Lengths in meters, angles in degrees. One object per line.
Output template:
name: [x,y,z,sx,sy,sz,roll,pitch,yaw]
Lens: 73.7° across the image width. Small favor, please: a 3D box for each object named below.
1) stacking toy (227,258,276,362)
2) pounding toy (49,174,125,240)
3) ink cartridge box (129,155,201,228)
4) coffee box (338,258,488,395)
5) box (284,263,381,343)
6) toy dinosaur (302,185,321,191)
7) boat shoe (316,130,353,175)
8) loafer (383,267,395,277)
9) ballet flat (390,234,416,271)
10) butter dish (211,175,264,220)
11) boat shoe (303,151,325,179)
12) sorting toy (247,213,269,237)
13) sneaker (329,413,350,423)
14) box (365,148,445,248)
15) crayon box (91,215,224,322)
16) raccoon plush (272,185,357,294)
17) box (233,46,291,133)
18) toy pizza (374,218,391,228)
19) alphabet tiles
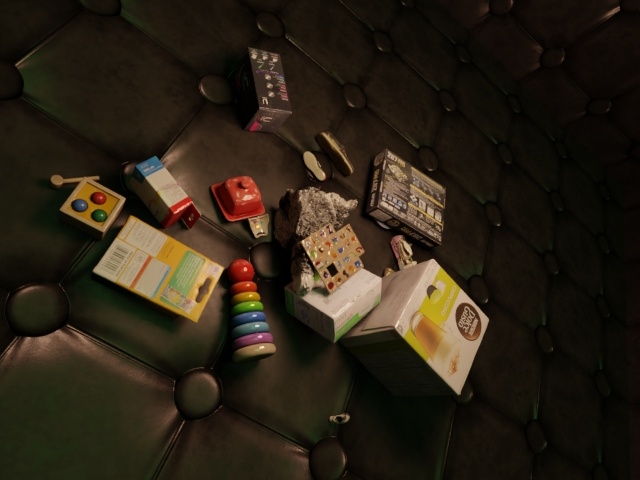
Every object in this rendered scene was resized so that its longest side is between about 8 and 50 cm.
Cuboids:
stacking toy: [-0.244,0.220,1.390,0.141,0.141,0.331,-1,65,-32]
pounding toy: [-0.693,-0.135,1.255,0.205,0.094,0.181,31,58,-19]
ink cartridge box: [-0.493,-0.131,1.354,0.231,0.134,0.078,52,53,-4]
coffee box: [0.343,0.331,1.570,0.334,0.338,0.338,46,55,-9]
box: [0.047,0.189,1.497,0.231,0.127,0.261,27,44,33]
toy dinosaur: [-0.043,-0.200,1.735,0.082,0.047,0.090,22,28,-14]
boat shoe: [0.076,-0.383,1.843,0.073,0.080,0.224,-40,90,-31]
loafer: [0.319,0.178,1.794,0.148,0.056,0.050,38,56,-2]
ballet flat: [0.372,0.081,1.847,0.076,0.079,0.222,-14,80,-36]
butter dish: [-0.277,-0.169,1.503,0.159,0.118,0.160,-17,69,-36]
boat shoe: [-0.024,-0.308,1.775,0.137,0.049,0.043,55,11,0]
sorting toy: [-0.225,-0.050,1.551,0.083,0.044,0.075,-17,89,-37]
sneaker: [0.072,0.619,1.476,0.083,0.037,0.032,2,69,-33]
box: [0.394,-0.184,1.919,0.394,0.097,0.319,26,61,-26]
crayon box: [-0.486,0.098,1.301,0.322,0.083,0.203,32,58,-17]
raccoon plush: [0.000,0.000,1.577,0.298,0.216,0.448,11,68,-34]
box: [-0.231,-0.583,1.675,0.143,0.165,0.271,-3,73,-33]
toy pizza: [0.287,-0.144,1.909,0.201,0.032,0.202,13,66,-32]
alphabet tiles: [0.056,0.041,1.464,0.237,0.009,0.199,-34,96,-42]
